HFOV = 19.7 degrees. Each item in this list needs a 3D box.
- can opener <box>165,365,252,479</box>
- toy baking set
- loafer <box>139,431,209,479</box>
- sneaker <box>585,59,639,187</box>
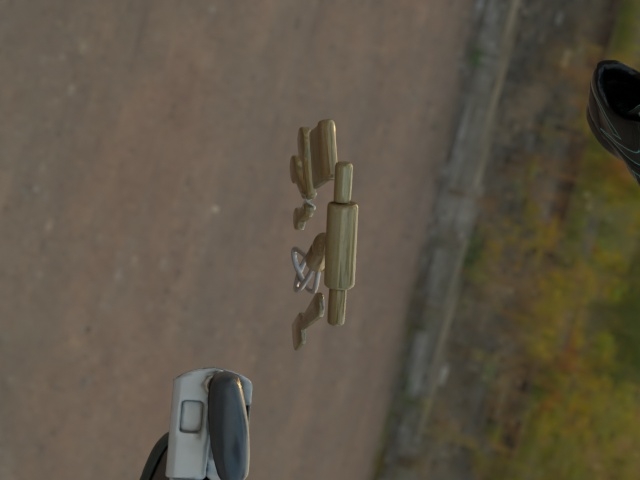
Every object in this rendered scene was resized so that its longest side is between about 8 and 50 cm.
[{"bbox_3d":[-0.110,0.258,1.731,0.095,0.076,0.283,-124,-141,-80],"label":"can opener"},{"bbox_3d":[0.002,0.000,1.840,0.197,0.030,0.256,-136,-134,-72],"label":"toy baking set"},{"bbox_3d":[-0.167,0.337,1.961,0.096,0.084,0.267,13,94,-40],"label":"loafer"},{"bbox_3d":[0.370,-0.089,1.964,0.101,0.267,0.106,-37,150,-7],"label":"sneaker"}]
